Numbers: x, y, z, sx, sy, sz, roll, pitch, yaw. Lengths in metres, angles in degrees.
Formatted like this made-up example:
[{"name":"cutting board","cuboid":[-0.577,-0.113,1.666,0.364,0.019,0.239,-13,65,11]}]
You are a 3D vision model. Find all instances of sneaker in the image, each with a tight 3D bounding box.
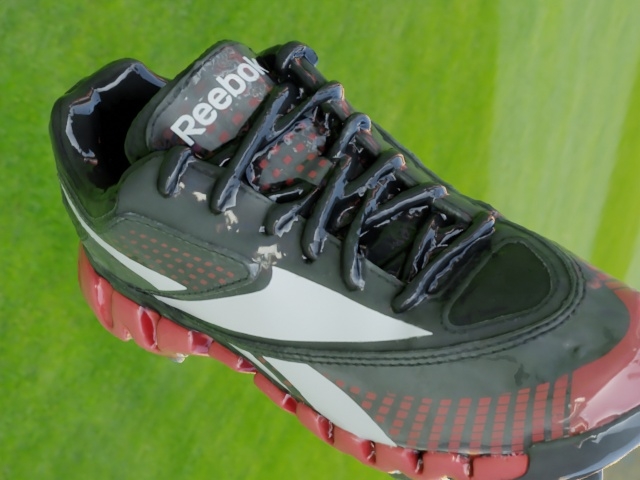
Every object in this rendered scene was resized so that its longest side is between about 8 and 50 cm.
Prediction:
[{"name":"sneaker","cuboid":[0.000,0.000,0.497,0.097,0.276,0.135,-45,136,-29]}]
